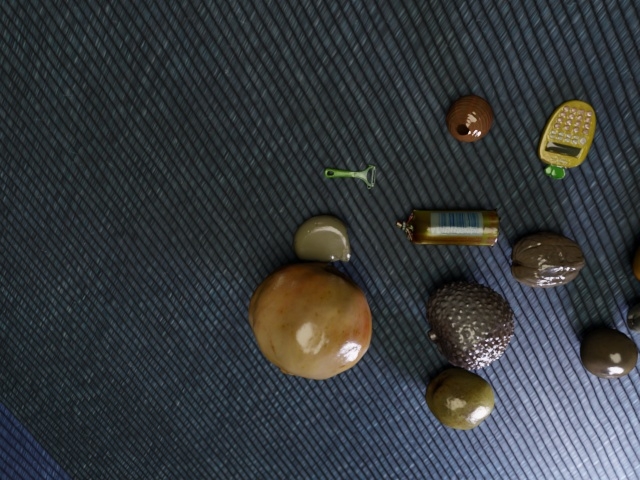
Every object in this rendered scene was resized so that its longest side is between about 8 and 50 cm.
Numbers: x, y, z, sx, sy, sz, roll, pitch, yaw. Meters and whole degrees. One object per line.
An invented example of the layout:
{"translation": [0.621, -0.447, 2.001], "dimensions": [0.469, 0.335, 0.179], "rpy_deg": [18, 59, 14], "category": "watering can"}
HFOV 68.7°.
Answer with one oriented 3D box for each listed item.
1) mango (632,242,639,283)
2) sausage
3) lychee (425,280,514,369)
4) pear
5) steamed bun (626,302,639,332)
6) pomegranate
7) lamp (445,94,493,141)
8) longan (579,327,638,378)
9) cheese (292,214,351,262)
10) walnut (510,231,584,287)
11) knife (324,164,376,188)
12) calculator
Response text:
{"translation": [1.094, 0.031, 1.425], "dimensions": [0.211, 0.173, 0.317], "rpy_deg": [22, 105, -3], "category": "mango"}
{"translation": [0.403, -0.040, 1.508], "dimensions": [0.318, 0.117, 0.125], "rpy_deg": [1, 135, 9], "category": "sausage"}
{"translation": [0.484, 0.268, 1.524], "dimensions": [0.300, 0.300, 0.300], "rpy_deg": [2, 111, 6], "category": "lychee"}
{"translation": [0.492, 0.562, 1.681], "dimensions": [0.211, 0.188, 0.228], "rpy_deg": [30, 112, -18], "category": "pear"}
{"translation": [1.110, 0.239, 1.493], "dimensions": [0.218, 0.211, 0.144], "rpy_deg": [7, 86, 6], "category": "steamed bun"}
{"translation": [-0.032, 0.270, 1.531], "dimensions": [0.412, 0.411, 0.411], "rpy_deg": [2, 111, 6], "category": "pomegranate"}
{"translation": [0.435, -0.356, 1.370], "dimensions": [0.136, 0.136, 0.136], "rpy_deg": [2, 111, 6], "category": "lamp"}
{"translation": [0.967, 0.381, 1.577], "dimensions": [0.168, 0.167, 0.187], "rpy_deg": [12, 125, 2], "category": "longan"}
{"translation": [0.000, 0.000, 1.580], "dimensions": [0.203, 0.091, 0.175], "rpy_deg": [-8, 110, 11], "category": "cheese"}
{"translation": [0.721, 0.061, 1.484], "dimensions": [0.231, 0.178, 0.178], "rpy_deg": [0, 111, 1], "category": "walnut"}
{"translation": [0.096, -0.212, 1.523], "dimensions": [0.166, 0.022, 0.078], "rpy_deg": [4, 105, 3], "category": "knife"}
{"translation": [0.738, -0.301, 1.410], "dimensions": [0.146, 0.032, 0.234], "rpy_deg": [13, 110, 2], "category": "calculator"}
